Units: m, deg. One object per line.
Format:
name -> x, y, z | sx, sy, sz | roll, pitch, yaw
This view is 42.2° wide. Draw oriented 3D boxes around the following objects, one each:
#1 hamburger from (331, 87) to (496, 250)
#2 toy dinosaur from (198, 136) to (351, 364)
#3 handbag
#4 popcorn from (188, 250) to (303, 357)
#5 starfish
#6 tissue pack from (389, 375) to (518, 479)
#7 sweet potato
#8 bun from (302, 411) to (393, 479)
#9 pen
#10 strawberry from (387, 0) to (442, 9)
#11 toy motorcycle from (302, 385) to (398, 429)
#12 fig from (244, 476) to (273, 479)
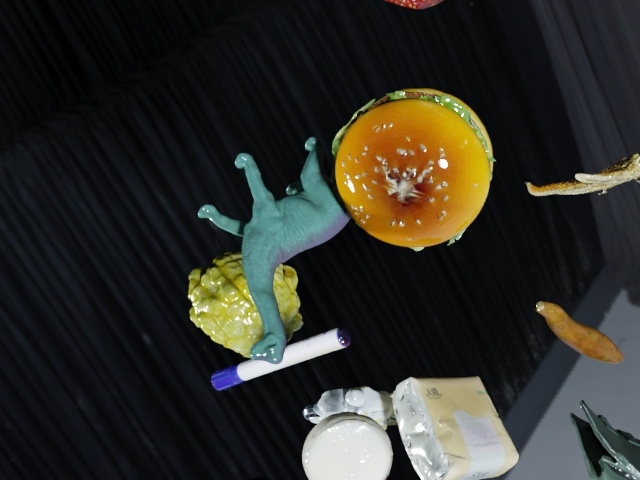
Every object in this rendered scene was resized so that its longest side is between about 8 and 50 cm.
hamburger -> 0.129, -0.094, 1.191 | 0.246, 0.246, 0.170 | -20, 15, 22
toy dinosaur -> 0.000, 0.000, 1.261 | 0.383, 0.129, 0.331 | -21, 54, -23
handbag -> 0.626, 0.444, 1.635 | 0.079, 0.247, 0.260 | -58, 7, 15
popcorn -> -0.147, 0.145, 1.809 | 0.286, 0.225, 0.174 | 11, -46, -47
starfish -> 0.416, -0.095, 1.107 | 0.247, 0.050, 0.138 | -13, 2, -15
tissue pack -> 0.235, 0.333, 1.468 | 0.222, 0.186, 0.090 | 12, -43, -45
sweet potato -> 0.477, 0.177, 1.527 | 0.057, 0.264, 0.057 | -37, 39, 37
bun -> 0.037, 0.321, 1.275 | 0.138, 0.138, 0.094 | -29, 15, -4
pen -> -0.064, 0.178, 1.234 | 0.269, 0.033, 0.033 | -24, 18, 36
strawberry -> 0.157, -0.519, 1.315 | 0.238, 0.288, 0.250 | -23, 17, -31
toy motorcycle -> 0.080, 0.316, 1.565 | 0.228, 0.151, 0.074 | 3, 59, 0
fig -> -0.133, 0.503, 1.416 | 0.149, 0.149, 0.245 | -47, -12, -43
